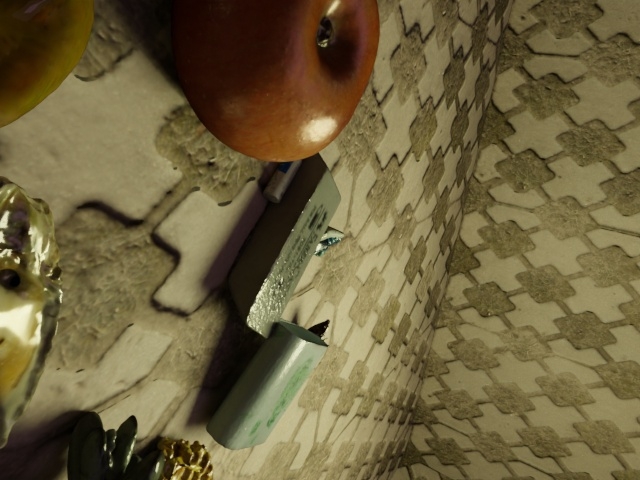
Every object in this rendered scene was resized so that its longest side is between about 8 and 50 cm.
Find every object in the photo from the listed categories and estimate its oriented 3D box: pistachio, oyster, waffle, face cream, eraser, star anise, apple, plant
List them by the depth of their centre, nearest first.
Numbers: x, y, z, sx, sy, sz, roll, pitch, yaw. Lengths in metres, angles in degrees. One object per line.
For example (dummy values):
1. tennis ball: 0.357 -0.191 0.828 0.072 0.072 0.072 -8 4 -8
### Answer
1. pistachio: -0.247 -0.156 0.335 0.110 0.100 0.190 108 -2 -62
2. oyster: -0.322 0.103 0.342 0.271 0.100 0.275 -39 150 -44
3. plant: -0.285 0.346 0.514 0.149 0.146 0.275 58 51 -80
4. apple: -0.049 -0.236 0.535 0.272 0.206 0.251 -64 149 -12
5. waffle: -0.250 0.408 0.692 0.193 0.070 0.197 -32 130 -51
6. face cream: -0.055 -0.127 0.770 0.130 0.034 0.034 -61 151 -18
7. eraser: -0.056 -0.008 0.792 0.353 0.077 0.111 -63 151 -18
8. eraser: -0.092 0.268 0.834 0.227 0.081 0.174 -57 151 -4
9. star anise: -0.059 0.246 0.963 0.212 0.053 0.157 -53 140 5

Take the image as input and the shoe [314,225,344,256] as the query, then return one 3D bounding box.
1. shoe: 0.000 0.000 0.921 0.143 0.063 0.071 -12 127 -63
